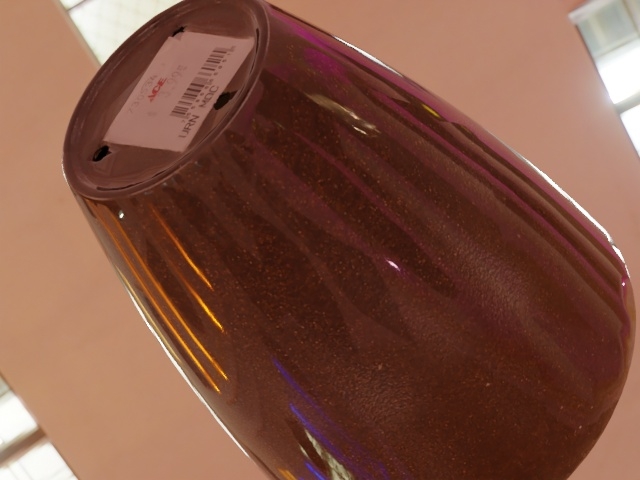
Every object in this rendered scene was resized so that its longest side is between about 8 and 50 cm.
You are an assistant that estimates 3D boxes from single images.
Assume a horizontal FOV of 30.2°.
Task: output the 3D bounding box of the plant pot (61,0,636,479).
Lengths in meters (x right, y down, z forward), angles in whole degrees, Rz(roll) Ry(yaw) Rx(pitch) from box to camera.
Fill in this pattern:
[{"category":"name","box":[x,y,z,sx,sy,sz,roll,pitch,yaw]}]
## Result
[{"category":"plant pot","box":[0.000,0.000,0.547,0.215,0.230,0.215,-22,-135,25]}]
